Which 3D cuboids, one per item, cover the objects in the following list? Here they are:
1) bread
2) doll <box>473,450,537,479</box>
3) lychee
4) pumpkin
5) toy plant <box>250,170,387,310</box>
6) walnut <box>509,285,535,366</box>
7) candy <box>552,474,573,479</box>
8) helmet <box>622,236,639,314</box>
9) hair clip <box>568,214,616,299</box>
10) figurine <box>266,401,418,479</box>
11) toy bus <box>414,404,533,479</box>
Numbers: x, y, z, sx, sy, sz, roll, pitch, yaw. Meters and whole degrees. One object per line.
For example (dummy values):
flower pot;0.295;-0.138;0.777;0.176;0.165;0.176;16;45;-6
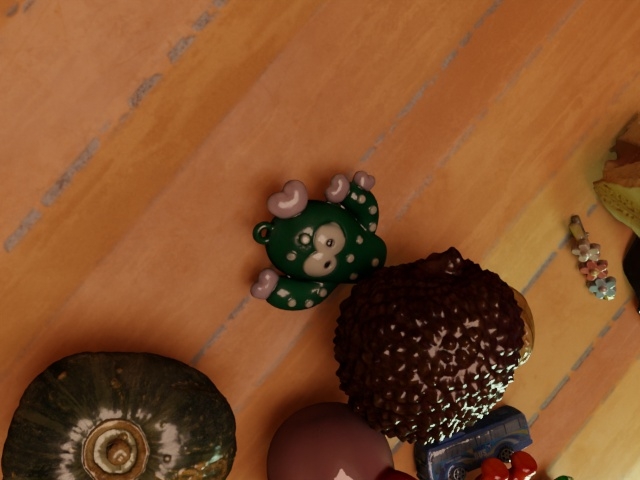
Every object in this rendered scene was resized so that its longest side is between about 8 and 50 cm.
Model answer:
bread;0.645;-0.099;1.333;0.183;0.224;0.211;-38;109;-1
doll;0.301;0.540;1.396;0.199;0.105;0.337;-2;126;-32
lychee;0.176;0.166;1.156;0.305;0.306;0.331;-1;107;-20
pumpkin;-0.290;0.310;1.066;0.327;0.257;0.292;15;85;-16
toy plant;-0.003;0.004;1.178;0.243;0.112;0.233;-11;117;-22
walnut;0.328;0.161;1.328;0.144;0.144;0.180;-24;101;-14
candy;0.444;0.551;1.494;0.178;0.032;0.102;-32;152;-13
helmet;0.775;0.084;1.455;0.225;0.177;0.305;-44;112;-8
hair clip;0.538;0.046;1.419;0.214;0.062;0.056;60;38;-20
figurine;0.023;0.384;1.203;0.269;0.261;0.211;-12;104;-15
toy bus;0.295;0.401;1.408;0.236;0.079;0.094;-15;91;-17
